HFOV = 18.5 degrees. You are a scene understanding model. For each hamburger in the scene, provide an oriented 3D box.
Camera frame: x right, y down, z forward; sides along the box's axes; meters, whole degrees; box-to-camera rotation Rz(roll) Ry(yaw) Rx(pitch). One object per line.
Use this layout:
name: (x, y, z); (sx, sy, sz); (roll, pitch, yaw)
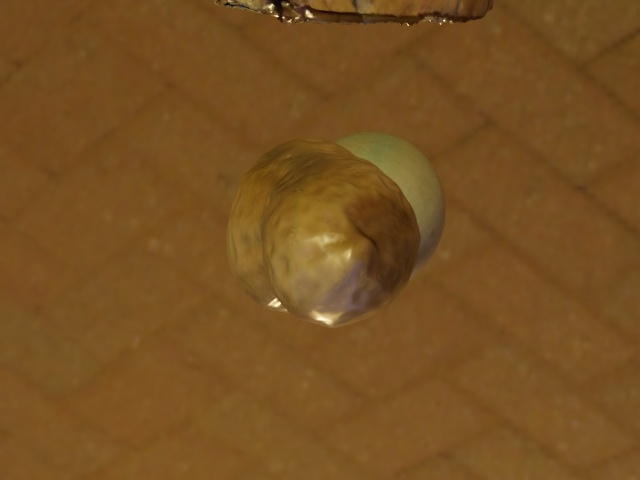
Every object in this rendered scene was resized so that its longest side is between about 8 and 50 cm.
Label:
hamburger: (0.015, -0.155, 0.926); (0.087, 0.176, 0.102); (10, 102, 40)

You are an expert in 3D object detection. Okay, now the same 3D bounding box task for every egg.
egg: (0.036, -0.022, 1.446); (0.114, 0.152, 0.114); (5, 118, 10)

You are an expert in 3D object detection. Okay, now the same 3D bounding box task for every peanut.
peanut: (0.000, 0.000, 1.258); (0.120, 0.236, 0.110); (-12, 104, -3)
